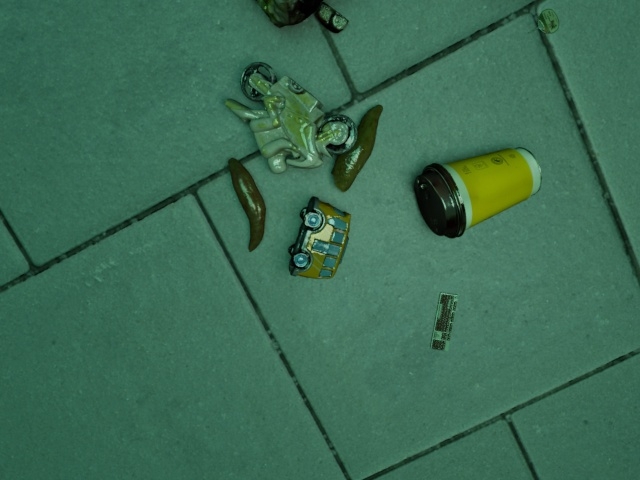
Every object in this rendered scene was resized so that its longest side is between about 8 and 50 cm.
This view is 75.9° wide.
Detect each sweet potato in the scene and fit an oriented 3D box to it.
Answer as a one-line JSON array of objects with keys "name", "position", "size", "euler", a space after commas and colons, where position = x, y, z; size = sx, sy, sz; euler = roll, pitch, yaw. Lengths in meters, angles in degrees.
[{"name": "sweet potato", "position": [-0.187, -0.097, 1.089], "size": [0.078, 0.058, 0.256], "euler": [-10, 101, 18]}, {"name": "sweet potato", "position": [0.095, -0.243, 1.061], "size": [0.077, 0.077, 0.244], "euler": [26, 99, -4]}]

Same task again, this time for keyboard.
[{"name": "keyboard", "position": [0.351, 0.231, 1.156], "size": [0.055, 0.017, 0.166], "euler": [8, 98, -1]}]

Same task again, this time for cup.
[{"name": "cup", "position": [0.389, -0.128, 1.030], "size": [0.279, 0.196, 0.197], "euler": [-19, 98, -7]}]

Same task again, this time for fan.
[{"name": "fan", "position": [0.580, -0.552, 1.055], "size": [0.060, 0.003, 0.080], "euler": [33, 96, -4]}]

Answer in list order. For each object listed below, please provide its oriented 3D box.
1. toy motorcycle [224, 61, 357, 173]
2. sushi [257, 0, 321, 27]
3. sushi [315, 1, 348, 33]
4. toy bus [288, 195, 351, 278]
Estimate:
[{"name": "toy motorcycle", "position": [-0.089, -0.284, 1.032], "size": [0.340, 0.108, 0.223], "euler": [38, 105, 5]}, {"name": "sushi", "position": [-0.048, -0.667, 0.890], "size": [0.294, 0.299, 0.281], "euler": [-39, 112, 3]}, {"name": "sushi", "position": [0.027, -0.560, 1.040], "size": [0.083, 0.044, 0.046], "euler": [35, 118, -3]}, {"name": "toy bus", "position": [0.000, 0.000, 1.071], "size": [0.136, 0.126, 0.210], "euler": [16, 97, -11]}]
